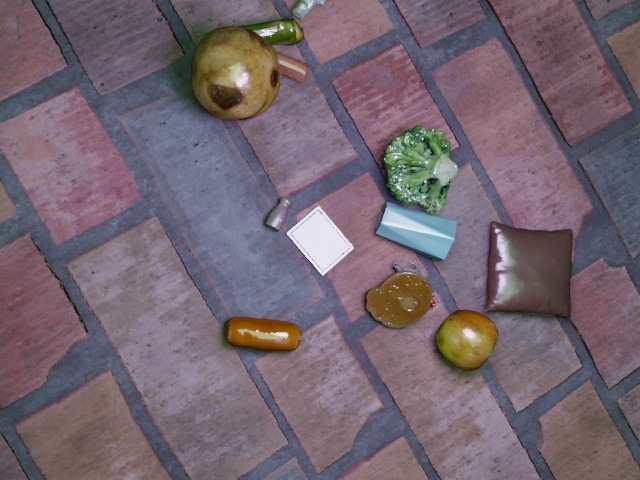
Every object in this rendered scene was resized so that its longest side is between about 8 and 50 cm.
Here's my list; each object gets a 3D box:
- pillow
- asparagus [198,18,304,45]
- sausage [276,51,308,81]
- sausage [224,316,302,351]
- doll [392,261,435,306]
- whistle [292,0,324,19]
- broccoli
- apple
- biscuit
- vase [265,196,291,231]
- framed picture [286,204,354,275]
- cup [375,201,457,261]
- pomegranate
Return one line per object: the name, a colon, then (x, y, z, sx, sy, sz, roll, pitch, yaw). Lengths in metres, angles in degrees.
pillow: (0.695, 0.098, 1.902, 0.308, 0.108, 0.305, 5, 84, -10)
asparagus: (-0.212, -0.648, 1.802, 0.343, 0.085, 0.082, -10, 112, -13)
sausage: (-0.125, -0.564, 1.822, 0.169, 0.065, 0.065, 20, 82, -8)
sausage: (-0.172, 0.287, 1.735, 0.238, 0.098, 0.098, 8, 84, -9)
doll: (0.297, 0.147, 1.849, 0.104, 0.062, 0.195, -34, 100, 31)
whistle: (0.003, -0.827, 1.864, 0.126, 0.067, 0.258, 40, 84, -11)
broccoli: (0.326, -0.229, 1.794, 0.261, 0.241, 0.269, 42, 84, -19)
apple: (0.460, 0.310, 1.803, 0.196, 0.196, 0.196, 1, 86, -11)
biscuit: (0.254, 0.184, 1.810, 0.208, 0.049, 0.181, -41, 104, 15)
vase: (-0.130, -0.083, 1.789, 0.053, 0.053, 0.101, 29, 77, -7)
framed picture: (0.000, 0.000, 1.828, 0.142, 0.011, 0.183, -41, 94, -11)
cup: (0.299, -0.030, 1.830, 0.235, 0.134, 0.148, 18, 49, -2)
pomegranate: (-0.250, -0.489, 1.681, 0.281, 0.281, 0.281, 1, 86, -11)
